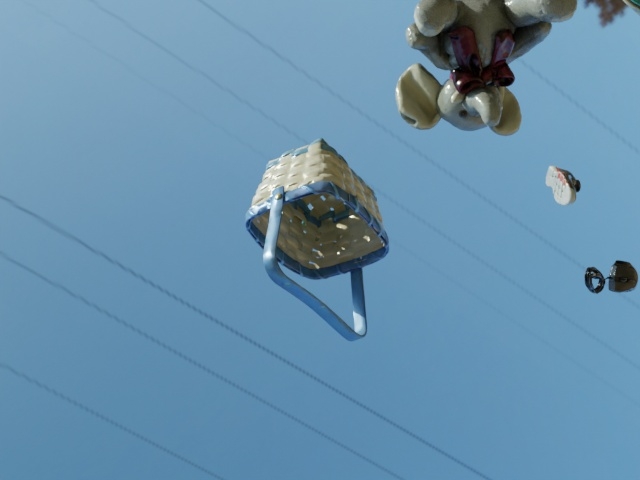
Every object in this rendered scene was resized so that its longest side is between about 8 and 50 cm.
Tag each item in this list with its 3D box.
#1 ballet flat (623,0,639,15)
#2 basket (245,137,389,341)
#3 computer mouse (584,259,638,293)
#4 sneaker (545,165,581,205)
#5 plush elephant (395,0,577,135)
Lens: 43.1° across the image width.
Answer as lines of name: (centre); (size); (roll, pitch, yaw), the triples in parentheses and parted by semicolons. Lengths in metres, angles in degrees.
ballet flat: (0.847, -0.558, 1.983); (0.248, 0.086, 0.086); (19, -124, 9)
basket: (0.000, 0.000, 1.362); (0.255, 0.201, 0.289); (45, -149, -39)
computer mouse: (0.622, 0.080, 1.713); (0.242, 0.041, 0.071); (0, -82, -49)
sneaker: (0.538, -0.122, 1.751); (0.065, 0.061, 0.158); (6, -152, -3)
plush elephant: (0.283, -0.312, 1.493); (0.272, 0.330, 0.255); (-6, -80, -7)
